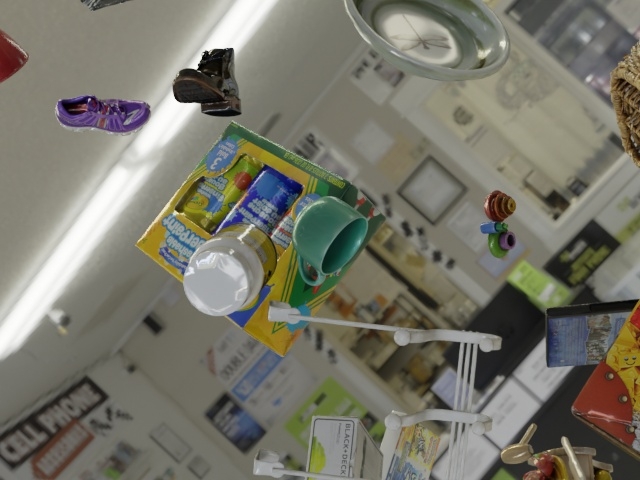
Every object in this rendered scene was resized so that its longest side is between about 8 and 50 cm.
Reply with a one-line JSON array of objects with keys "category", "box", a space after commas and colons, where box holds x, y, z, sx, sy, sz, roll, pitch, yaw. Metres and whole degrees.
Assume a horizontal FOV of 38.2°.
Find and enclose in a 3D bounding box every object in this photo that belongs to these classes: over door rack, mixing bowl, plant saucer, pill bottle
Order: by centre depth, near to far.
[{"category": "over door rack", "box": [0.061, 0.222, 1.215, 0.108, 0.324, 0.239, -7, -77, -74]}, {"category": "pill bottle", "box": [-0.140, 0.045, 1.445, 0.119, 0.119, 0.208, -49, 1, 13]}, {"category": "mixing bowl", "box": [-0.655, -0.350, 1.737, 0.182, 0.098, 0.181, -17, 34, 12]}, {"category": "plant saucer", "box": [0.225, -0.469, 2.070, 0.400, 0.400, 0.100, -44, -13, -45]}]

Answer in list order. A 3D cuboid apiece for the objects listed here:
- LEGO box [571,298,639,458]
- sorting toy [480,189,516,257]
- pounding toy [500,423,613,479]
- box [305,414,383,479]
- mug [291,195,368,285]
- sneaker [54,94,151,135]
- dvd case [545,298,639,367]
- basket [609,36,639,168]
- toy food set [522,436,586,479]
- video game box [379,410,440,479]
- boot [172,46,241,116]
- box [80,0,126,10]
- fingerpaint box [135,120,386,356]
[{"category": "LEGO box", "box": [0.509, 0.126, 1.079, 0.372, 0.193, 0.500, -57, -29, -2]}, {"category": "sorting toy", "box": [0.269, -0.023, 1.354, 0.061, 0.101, 0.042, -17, 9, -43]}, {"category": "pounding toy", "box": [0.502, 0.437, 1.860, 0.154, 0.270, 0.154, -23, 55, 41]}, {"category": "box", "box": [0.048, 0.446, 1.734, 0.290, 0.087, 0.169, 63, -150, -62]}, {"category": "mug", "box": [0.001, -0.006, 1.697, 0.157, 0.097, 0.129, -49, -23, -7]}, {"category": "sneaker", "box": [-0.391, -0.229, 1.661, 0.170, 0.068, 0.071, -4, -19, -8]}, {"category": "dvd case", "box": [0.495, 0.148, 1.501, 0.180, 0.253, 0.022, 71, -164, -53]}, {"category": "basket", "box": [0.632, -0.224, 1.694, 0.223, 0.214, 0.299, -52, 27, 22]}, {"category": "toy food set", "box": [0.383, 0.448, 1.651, 0.128, 0.071, 0.217, -94, 18, -54]}, {"category": "video game box", "box": [0.193, 0.520, 2.126, 0.187, 0.048, 0.205, 43, -119, -49]}, {"category": "boot", "box": [-0.183, -0.268, 1.467, 0.219, 0.082, 0.106, 22, -114, -78]}, {"category": "box", "box": [-0.125, -0.581, 1.369, 0.480, 0.297, 0.472, -22, 12, -25]}, {"category": "fingerpaint box", "box": [-0.144, -0.019, 2.019, 0.371, 0.445, 0.163, -53, -44, -5]}]
